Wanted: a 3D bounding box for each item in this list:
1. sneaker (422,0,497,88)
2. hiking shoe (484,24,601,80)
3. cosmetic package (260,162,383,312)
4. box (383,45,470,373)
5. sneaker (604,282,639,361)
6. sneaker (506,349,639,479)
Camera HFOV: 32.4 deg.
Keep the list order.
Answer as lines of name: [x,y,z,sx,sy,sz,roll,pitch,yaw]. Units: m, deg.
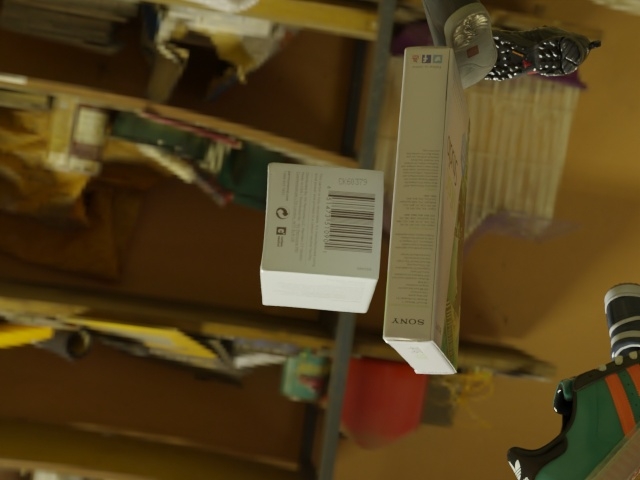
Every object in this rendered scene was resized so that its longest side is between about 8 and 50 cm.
sneaker: [0.186,-0.301,1.534,0.083,0.118,0.222,-24,158,-5]
hiking shoe: [0.348,-0.314,1.841,0.227,0.086,0.114,13,-156,36]
cosmetic package: [0.000,0.000,1.470,0.152,0.151,0.183,4,162,-1]
box: [0.126,-0.024,1.235,0.059,0.321,0.232,3,166,14]
sneaker: [0.565,0.173,1.669,0.282,0.099,0.153,18,-139,0]
sneaker: [0.321,0.162,1.158,0.121,0.302,0.108,40,161,22]
